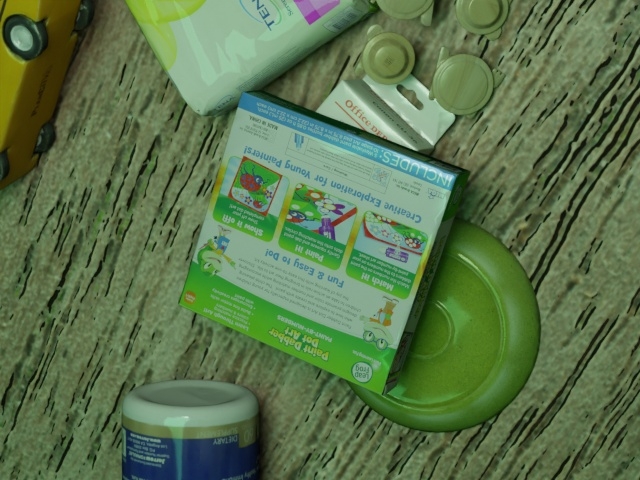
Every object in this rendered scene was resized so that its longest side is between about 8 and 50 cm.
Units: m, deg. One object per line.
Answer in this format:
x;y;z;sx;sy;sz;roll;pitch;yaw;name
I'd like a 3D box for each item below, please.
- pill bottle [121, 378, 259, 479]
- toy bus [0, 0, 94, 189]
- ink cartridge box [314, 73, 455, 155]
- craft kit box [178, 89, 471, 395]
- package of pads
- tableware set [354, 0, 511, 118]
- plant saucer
-0.144;0.297;1.681;0.153;0.153;0.264;4;99;20;pill bottle
-0.346;-0.209;1.661;0.130;0.108;0.332;32;127;9;toy bus
0.037;-0.092;1.607;0.115;0.067;0.198;43;109;10;ink cartridge box
0.000;0.000;1.570;0.250;0.061;0.246;23;103;17;craft kit box
-0.111;-0.307;1.617;0.229;0.101;0.296;-33;84;21;package of pads
0.118;-0.211;1.560;0.169;0.020;0.141;17;105;-7;tableware set
0.114;0.092;1.619;0.241;0.037;0.241;2;97;20;plant saucer
